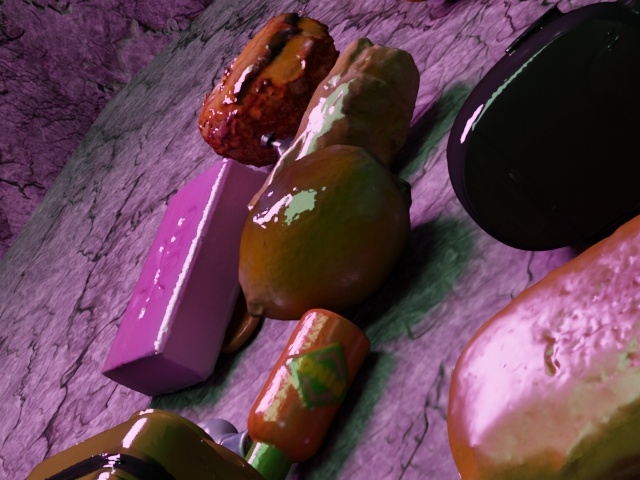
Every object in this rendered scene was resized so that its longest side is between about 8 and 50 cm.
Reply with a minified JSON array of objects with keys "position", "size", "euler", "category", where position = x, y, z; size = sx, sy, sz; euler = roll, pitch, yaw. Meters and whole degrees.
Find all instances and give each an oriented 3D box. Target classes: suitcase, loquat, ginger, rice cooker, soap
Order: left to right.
[{"position":[-0.123,0.226,0.655],"size":[0.235,0.194,0.143],"euler":[-30,19,39],"category":"suitcase"},{"position":[-0.156,0.045,1.109],"size":[0.181,0.081,0.259],"euler":[-24,44,55],"category":"soap"},{"position":[0.000,0.000,0.868],"size":[0.195,0.152,0.152],"euler":[-36,23,10],"category":"loquat"},{"position":[0.022,-0.102,1.032],"size":[0.263,0.116,0.109],"euler":[-56,11,-3],"category":"ginger"},{"position":[0.179,-0.087,0.671],"size":[0.203,0.142,0.118],"euler":[-44,10,3],"category":"rice cooker"}]

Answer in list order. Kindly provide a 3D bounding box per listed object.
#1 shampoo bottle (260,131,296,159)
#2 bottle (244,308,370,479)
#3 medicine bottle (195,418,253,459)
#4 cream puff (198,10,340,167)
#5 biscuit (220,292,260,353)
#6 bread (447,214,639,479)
[{"position":[-0.017,-0.102,1.132],"size":[0.137,0.027,0.048],"euler":[23,47,33],"category":"shampoo bottle"},{"position":[-0.024,0.148,0.769],"size":[0.069,0.069,0.187],"euler":[-14,42,56],"category":"bottle"},{"position":[-0.117,0.209,0.860],"size":[0.208,0.054,0.090],"euler":[-27,29,44],"category":"medicine bottle"},{"position":[-0.062,-0.208,1.315],"size":[0.240,0.164,0.240],"euler":[-52,7,8],"category":"cream puff"},{"position":[-0.091,0.093,1.061],"size":[0.078,0.015,0.091],"euler":[-34,26,38],"category":"biscuit"},{"position":[0.176,0.061,0.474],"size":[0.241,0.107,0.136],"euler":[-39,26,26],"category":"bread"}]
